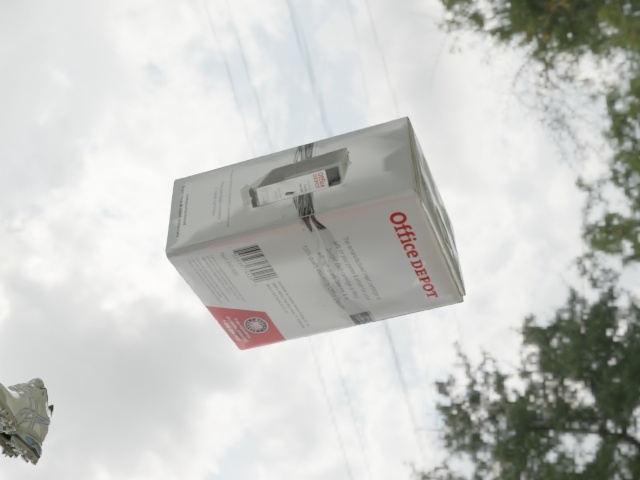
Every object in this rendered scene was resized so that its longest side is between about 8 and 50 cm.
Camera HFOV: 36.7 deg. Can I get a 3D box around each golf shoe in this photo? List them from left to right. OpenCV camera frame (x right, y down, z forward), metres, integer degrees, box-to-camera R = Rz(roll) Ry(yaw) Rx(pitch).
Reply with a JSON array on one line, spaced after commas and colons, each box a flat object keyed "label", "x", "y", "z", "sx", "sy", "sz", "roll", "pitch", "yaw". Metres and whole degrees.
[{"label": "golf shoe", "x": -0.355, "y": 0.186, "z": 1.109, "sx": 0.176, "sy": 0.069, "sz": 0.086, "roll": 88, "pitch": -159, "yaw": -56}]

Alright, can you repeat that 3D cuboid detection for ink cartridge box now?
[{"label": "ink cartridge box", "x": 0.000, "y": 0.000, "z": 0.519, "sx": 0.099, "sy": 0.135, "sz": 0.056, "roll": 60, "pitch": -159, "yaw": -47}]
